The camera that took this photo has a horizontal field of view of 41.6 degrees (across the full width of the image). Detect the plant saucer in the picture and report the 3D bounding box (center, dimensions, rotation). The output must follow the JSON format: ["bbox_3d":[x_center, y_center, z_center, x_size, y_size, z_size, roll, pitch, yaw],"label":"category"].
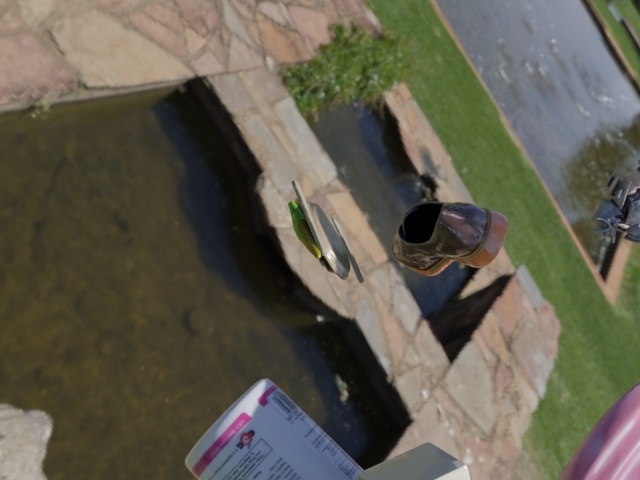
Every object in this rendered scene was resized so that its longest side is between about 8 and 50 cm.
[{"bbox_3d":[0.382,0.330,1.057,0.084,0.332,0.332,31,9,37],"label":"plant saucer"}]

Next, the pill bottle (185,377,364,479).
[{"bbox_3d":[-0.027,0.334,1.112,0.283,0.160,0.160,43,27,9],"label":"pill bottle"}]

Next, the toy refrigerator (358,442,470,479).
[{"bbox_3d":[0.132,0.387,0.992,0.102,0.094,0.270,-19,104,-21],"label":"toy refrigerator"}]

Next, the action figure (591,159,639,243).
[{"bbox_3d":[0.545,-0.082,1.335,0.099,0.285,0.185,58,-12,23],"label":"action figure"}]

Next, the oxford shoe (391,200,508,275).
[{"bbox_3d":[0.194,-0.020,1.524,0.132,0.363,0.130,22,77,-15],"label":"oxford shoe"}]

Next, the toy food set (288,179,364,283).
[{"bbox_3d":[0.000,0.000,1.192,0.132,0.038,0.192,68,12,23],"label":"toy food set"}]
